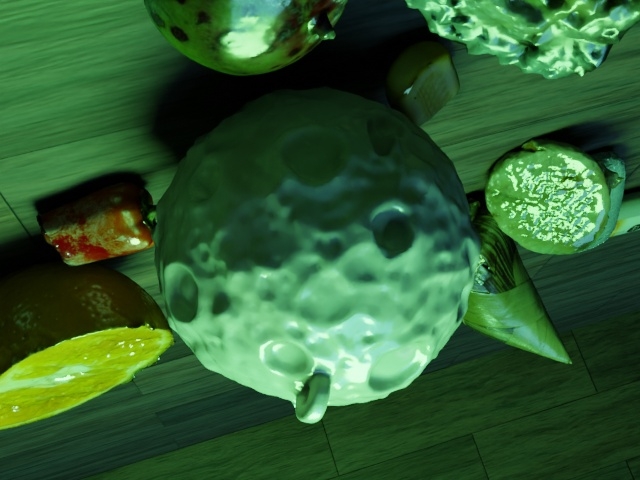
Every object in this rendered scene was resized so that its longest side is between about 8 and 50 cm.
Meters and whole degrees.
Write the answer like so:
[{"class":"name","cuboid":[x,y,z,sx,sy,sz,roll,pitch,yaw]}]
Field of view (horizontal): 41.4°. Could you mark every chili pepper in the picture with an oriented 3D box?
[{"class":"chili pepper","cuboid":[-0.226,-0.024,0.969,0.192,0.084,0.086,-17,-166,4]}]

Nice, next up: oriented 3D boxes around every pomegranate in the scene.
[{"class":"pomegranate","cuboid":[-0.048,-0.190,0.529,0.148,0.169,0.148,-16,162,-5]}]

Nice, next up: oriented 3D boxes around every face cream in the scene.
[{"class":"face cream","cuboid":[0.569,-0.046,1.661,0.269,0.073,0.107,-12,150,-13]}]

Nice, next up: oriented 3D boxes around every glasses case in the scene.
[{"class":"glasses case","cuboid":[0.466,-0.060,1.477,0.109,0.067,0.282,-19,150,3]}]

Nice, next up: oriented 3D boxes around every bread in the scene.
[{"class":"bread","cuboid":[0.102,-0.171,0.897,0.082,0.056,0.115,-45,159,8]}]

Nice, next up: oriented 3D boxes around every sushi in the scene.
[{"class":"sushi","cuboid":[0.151,-0.249,0.547,0.225,0.219,0.238,39,158,-29]}]

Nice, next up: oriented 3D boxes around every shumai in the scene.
[{"class":"shumai","cuboid":[0.359,-0.085,1.306,0.201,0.201,0.120,-33,-163,37]}]

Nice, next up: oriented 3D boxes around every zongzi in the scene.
[{"class":"zongzi","cuboid":[0.331,0.083,1.450,0.154,0.317,0.289,-56,168,-17]}]

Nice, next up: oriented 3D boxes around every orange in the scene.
[{"class":"orange","cuboid":[-0.350,0.155,1.105,0.274,0.274,0.310,0,120,-43]}]

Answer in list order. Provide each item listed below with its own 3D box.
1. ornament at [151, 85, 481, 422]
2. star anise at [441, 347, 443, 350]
[{"class":"ornament","cuboid":[0.000,0.000,0.877,0.337,0.337,0.337,-16,161,-6]},{"class":"star anise","cuboid":[0.083,0.092,1.433,0.315,0.315,0.108,-38,-165,45]}]
